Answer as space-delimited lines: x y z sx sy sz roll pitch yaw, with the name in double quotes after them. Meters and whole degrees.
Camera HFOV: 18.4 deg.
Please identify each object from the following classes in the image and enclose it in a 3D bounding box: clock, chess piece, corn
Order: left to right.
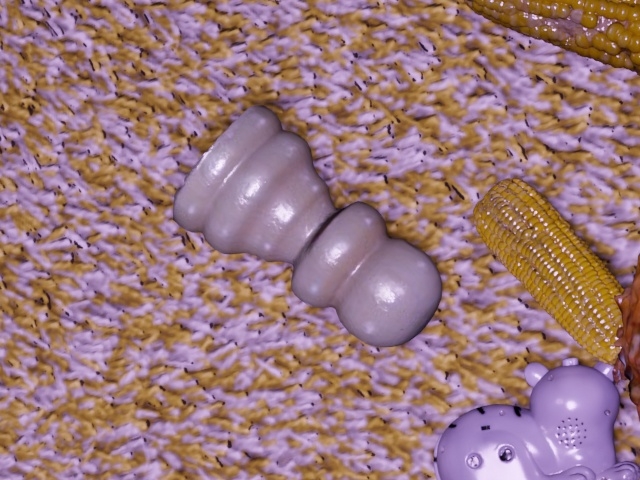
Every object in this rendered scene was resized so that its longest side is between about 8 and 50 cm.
0.000 0.000 1.770 0.243 0.133 0.133 38 92 8 "chess piece"
0.181 0.166 1.717 0.176 0.080 0.117 -11 81 11 "clock"
0.207 0.027 1.717 0.072 0.072 0.203 -42 60 5 "corn"
0.277 -0.187 1.736 0.320 0.097 0.097 21 88 17 "corn"

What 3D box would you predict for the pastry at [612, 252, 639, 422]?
0.416 0.082 1.564 0.337 0.292 0.405 -40 84 11 "pastry"
